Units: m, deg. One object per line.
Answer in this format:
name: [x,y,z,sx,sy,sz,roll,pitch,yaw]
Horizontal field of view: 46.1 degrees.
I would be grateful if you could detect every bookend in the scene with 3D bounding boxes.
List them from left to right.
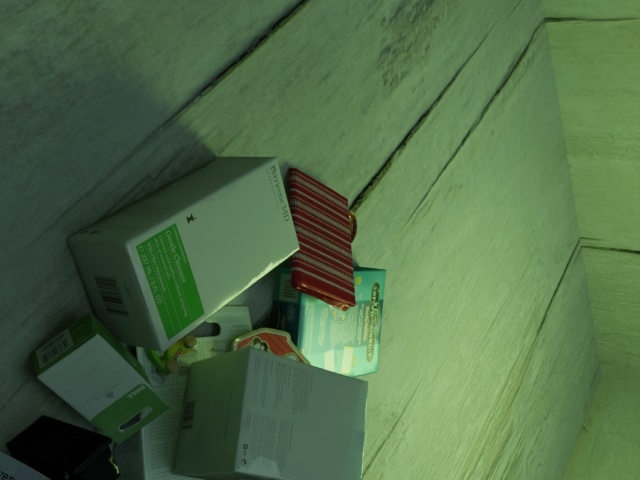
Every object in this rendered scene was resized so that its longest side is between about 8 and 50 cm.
bookend: [-0.366,0.358,1.125,0.072,0.156,0.157,-42,129,-45]

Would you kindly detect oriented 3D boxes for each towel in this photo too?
towel: [0.000,0.000,1.594,0.199,0.031,0.275,27,51,-46]

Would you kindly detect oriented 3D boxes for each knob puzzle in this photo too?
knob puzzle: [-0.104,0.256,1.466,0.213,0.030,0.213,8,78,-42]

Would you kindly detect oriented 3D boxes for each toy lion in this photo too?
toy lion: [-0.267,0.169,1.301,0.096,0.034,0.100,51,40,-18]

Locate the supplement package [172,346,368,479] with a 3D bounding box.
supplement package: [-0.082,0.325,1.311,0.263,0.198,0.199,23,61,-34]

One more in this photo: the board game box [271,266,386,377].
board game box: [0.021,0.188,1.701,0.336,0.079,0.253,3,92,-55]

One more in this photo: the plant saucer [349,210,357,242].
plant saucer: [0.059,-0.029,1.774,0.083,0.013,0.083,-12,105,-54]

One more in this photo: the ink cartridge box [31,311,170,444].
ink cartridge box: [-0.340,0.220,1.180,0.109,0.062,0.209,-36,130,-6]

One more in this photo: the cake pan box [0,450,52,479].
cake pan box: [-0.459,0.397,0.972,0.267,0.070,0.246,35,61,-9]

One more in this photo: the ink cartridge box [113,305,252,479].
ink cartridge box: [-0.241,0.317,1.388,0.308,0.091,0.385,6,74,-54]

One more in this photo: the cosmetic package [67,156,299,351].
cosmetic package: [-0.216,0.006,1.279,0.365,0.155,0.197,-38,122,-44]
